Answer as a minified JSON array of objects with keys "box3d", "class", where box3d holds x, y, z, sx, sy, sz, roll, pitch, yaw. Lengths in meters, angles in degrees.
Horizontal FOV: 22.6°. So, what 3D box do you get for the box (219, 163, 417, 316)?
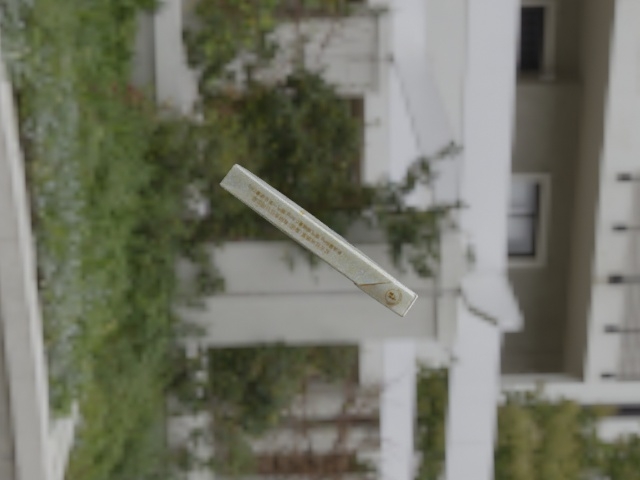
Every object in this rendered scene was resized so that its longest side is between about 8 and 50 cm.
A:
[{"box3d":[0.000,0.000,1.213,0.024,0.167,0.090,-54,178,1],"class":"box"}]
